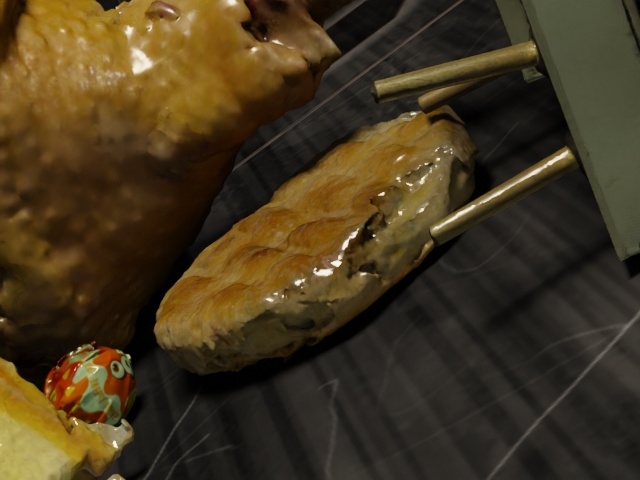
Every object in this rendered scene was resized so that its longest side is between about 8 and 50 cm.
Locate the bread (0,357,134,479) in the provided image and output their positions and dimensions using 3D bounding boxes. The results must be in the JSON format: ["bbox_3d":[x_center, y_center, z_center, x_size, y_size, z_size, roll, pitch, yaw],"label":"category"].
[{"bbox_3d":[-0.189,0.113,0.857,0.127,0.152,0.147,-39,13,32],"label":"bread"}]

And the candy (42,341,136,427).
[{"bbox_3d":[-0.166,0.125,0.969,0.184,0.049,0.055,-46,-14,-3],"label":"candy"}]

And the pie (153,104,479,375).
[{"bbox_3d":[0.000,0.000,0.950,0.195,0.046,0.195,-34,15,11],"label":"pie"}]

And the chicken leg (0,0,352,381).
[{"bbox_3d":[-0.123,-0.088,0.997,0.409,0.295,0.182,-33,38,24],"label":"chicken leg"}]

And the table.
[{"bbox_3d":[0.086,-0.082,0.829,0.111,0.121,0.240,-20,19,9],"label":"table"}]
